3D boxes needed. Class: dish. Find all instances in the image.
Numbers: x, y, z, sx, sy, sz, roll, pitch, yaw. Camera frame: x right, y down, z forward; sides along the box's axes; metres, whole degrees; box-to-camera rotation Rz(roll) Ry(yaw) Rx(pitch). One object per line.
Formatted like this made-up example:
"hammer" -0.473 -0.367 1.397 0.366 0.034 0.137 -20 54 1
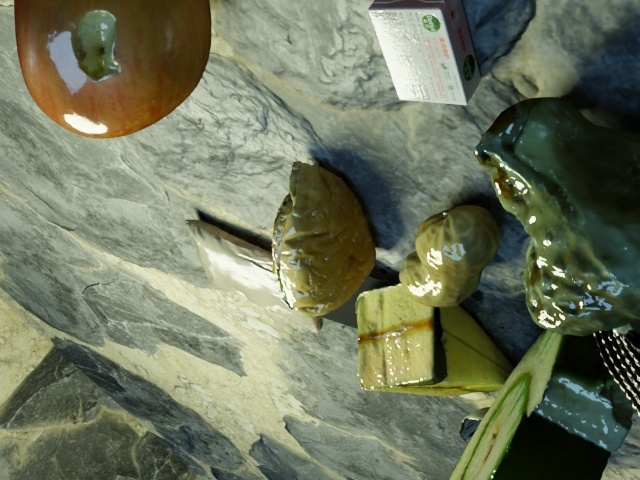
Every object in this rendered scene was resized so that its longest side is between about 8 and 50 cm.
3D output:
"dish" 0.340 0.340 1.459 0.190 0.066 0.191 25 152 14

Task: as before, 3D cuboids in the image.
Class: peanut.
"peanut" 0.172 0.026 1.122 0.229 0.098 0.103 107 145 -59

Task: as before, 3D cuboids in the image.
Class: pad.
"pad" 0.090 0.109 1.367 0.265 0.009 0.159 18 143 7

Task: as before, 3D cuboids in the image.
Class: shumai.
"shumai" 0.278 -0.045 0.803 0.260 0.225 0.222 -10 118 42

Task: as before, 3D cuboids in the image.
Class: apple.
"apple" -0.248 -0.257 0.963 0.242 0.242 0.241 24 143 16

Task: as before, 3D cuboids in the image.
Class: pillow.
"pillow" -0.120 0.063 1.493 0.270 0.067 0.173 21 143 21

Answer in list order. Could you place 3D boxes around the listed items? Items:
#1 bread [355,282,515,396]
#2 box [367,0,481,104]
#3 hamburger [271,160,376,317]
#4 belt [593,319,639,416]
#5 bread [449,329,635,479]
"bread" 0.195 0.163 1.339 0.167 0.163 0.264 -17 159 39
"box" 0.112 -0.206 0.880 0.089 0.043 0.125 12 144 34
"hamburger" 0.000 0.000 1.207 0.135 0.155 0.208 18 141 17
"belt" 0.400 0.119 0.859 0.164 0.289 0.184 7 119 -24
"bread" 0.290 0.283 1.114 0.129 0.366 0.382 31 135 8
